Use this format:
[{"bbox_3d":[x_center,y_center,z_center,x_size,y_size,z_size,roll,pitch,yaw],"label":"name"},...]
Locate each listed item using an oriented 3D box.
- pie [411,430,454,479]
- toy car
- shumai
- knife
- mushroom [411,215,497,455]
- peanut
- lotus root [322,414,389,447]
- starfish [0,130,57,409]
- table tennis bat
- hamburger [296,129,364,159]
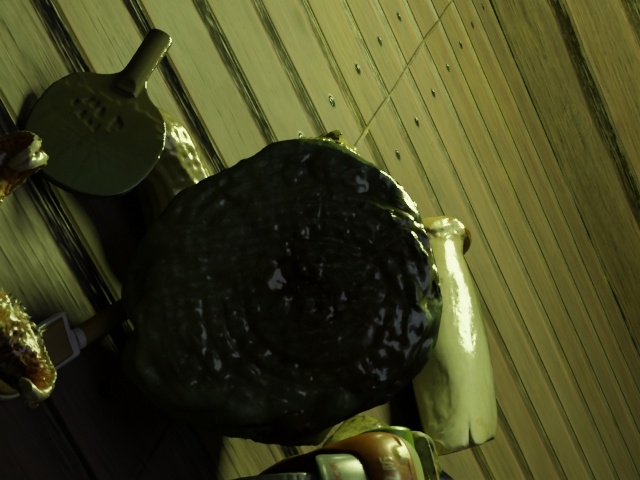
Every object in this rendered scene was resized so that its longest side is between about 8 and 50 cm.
[{"bbox_3d":[0.135,0.422,1.494,0.337,0.075,0.338,-7,90,-72],"label":"pie"},{"bbox_3d":[-0.017,0.274,1.166,0.235,0.235,0.145,29,46,-56],"label":"toy car"},{"bbox_3d":[-0.039,0.079,1.195,0.263,0.309,0.304,97,6,-69],"label":"shumai"},{"bbox_3d":[-0.236,0.088,1.046,0.256,0.022,0.046,-37,118,-63],"label":"knife"},{"bbox_3d":[0.189,0.158,1.742,0.154,0.137,0.407,48,33,-49],"label":"mushroom"},{"bbox_3d":[-0.159,-0.054,1.231,0.098,0.090,0.214,-39,110,-34],"label":"peanut"},{"bbox_3d":[0.049,0.272,1.439,0.089,0.080,0.179,68,24,-3],"label":"lotus root"},{"bbox_3d":[-0.310,0.026,0.834,0.303,0.113,0.312,-16,91,-60],"label":"starfish"},{"bbox_3d":[-0.207,-0.133,1.158,0.131,0.022,0.234,29,51,-5],"label":"table tennis bat"},{"bbox_3d":[0.001,0.002,1.474,0.266,0.134,0.285,66,18,-6],"label":"hamburger"}]
